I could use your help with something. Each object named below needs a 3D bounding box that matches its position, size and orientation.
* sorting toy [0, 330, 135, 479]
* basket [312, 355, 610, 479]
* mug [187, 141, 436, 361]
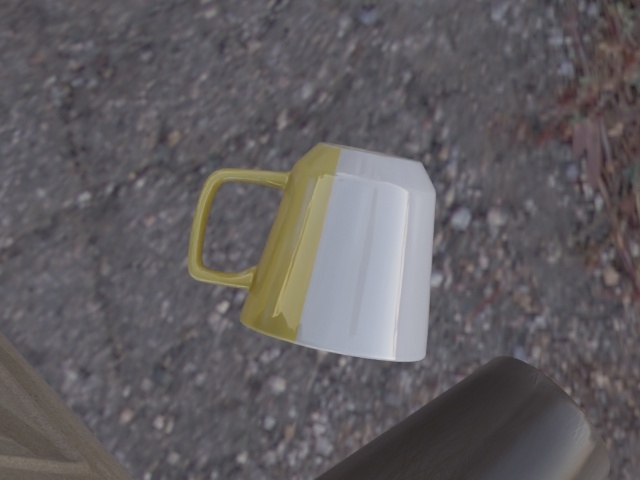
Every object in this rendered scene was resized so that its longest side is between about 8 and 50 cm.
[{"bbox_3d":[-0.155,0.034,0.447,0.196,0.347,0.047,21,103,-45],"label":"sorting toy"},{"bbox_3d":[0.097,0.206,1.237,0.204,0.227,0.154,35,155,35],"label":"basket"},{"bbox_3d":[0.003,0.001,0.531,0.078,0.062,0.064,9,95,-28],"label":"mug"}]
